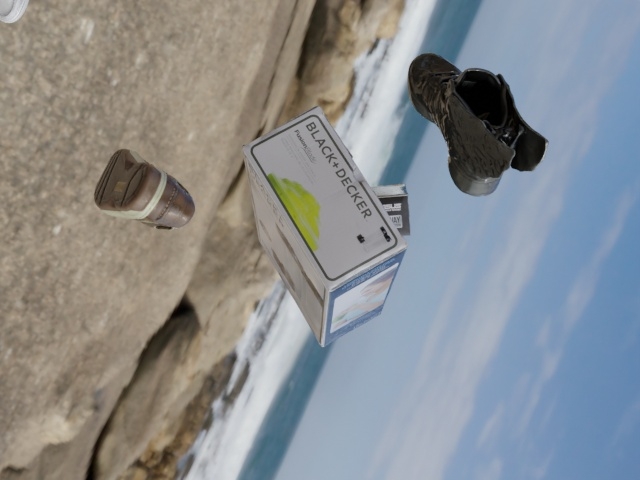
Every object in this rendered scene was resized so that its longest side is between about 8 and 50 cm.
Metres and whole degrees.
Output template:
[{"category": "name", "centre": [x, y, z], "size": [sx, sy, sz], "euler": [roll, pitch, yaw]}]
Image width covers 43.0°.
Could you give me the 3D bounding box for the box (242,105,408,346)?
[{"category": "box", "centre": [0.000, 0.000, 0.878], "size": [0.087, 0.169, 0.290], "euler": [-29, 166, -10]}]

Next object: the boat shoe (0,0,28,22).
[{"category": "boat shoe", "centre": [-0.476, -0.418, 1.232], "size": [0.063, 0.066, 0.184], "euler": [-70, -176, -63]}]

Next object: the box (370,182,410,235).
[{"category": "box", "centre": [0.048, -0.054, 1.552], "size": [0.307, 0.242, 0.076], "euler": [-53, 139, -81]}]

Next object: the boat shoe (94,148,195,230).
[{"category": "boat shoe", "centre": [-0.238, -0.059, 1.109], "size": [0.095, 0.095, 0.257], "euler": [-61, -152, 1]}]

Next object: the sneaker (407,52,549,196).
[{"category": "sneaker", "centre": [0.110, -0.101, 0.598], "size": [0.089, 0.051, 0.170], "euler": [92, -17, -56]}]
